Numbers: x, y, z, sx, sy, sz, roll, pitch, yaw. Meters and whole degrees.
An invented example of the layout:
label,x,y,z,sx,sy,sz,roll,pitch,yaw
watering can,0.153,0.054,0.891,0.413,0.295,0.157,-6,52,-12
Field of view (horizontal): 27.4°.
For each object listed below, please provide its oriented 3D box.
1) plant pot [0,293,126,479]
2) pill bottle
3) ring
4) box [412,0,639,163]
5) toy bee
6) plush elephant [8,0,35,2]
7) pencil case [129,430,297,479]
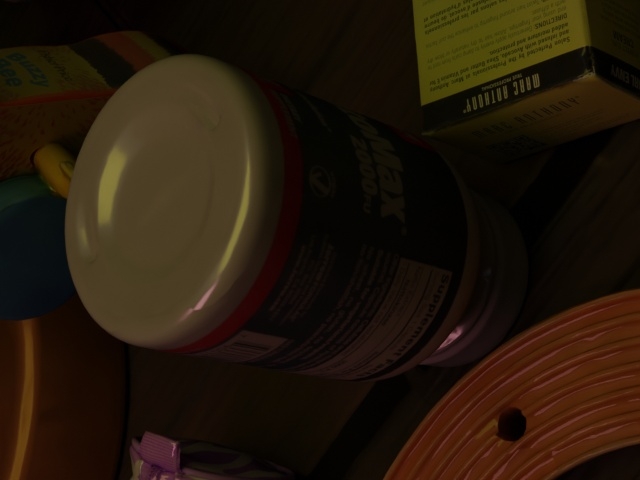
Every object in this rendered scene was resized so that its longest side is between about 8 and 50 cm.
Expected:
label,x,y,z,sx,sy,sz,roll,pitch,yaw
plant pot,-0.282,0.092,0.751,0.291,0.203,0.291,-13,71,42
pill bottle,0.000,0.000,0.525,0.108,0.180,0.108,-12,72,40
ring,0.134,0.180,0.461,0.336,0.032,0.336,-11,73,41
box,0.084,-0.157,0.571,0.087,0.058,0.232,-19,68,39
toy bee,-0.156,-0.039,0.588,0.195,0.298,0.162,24,135,27
plush elephant,-0.312,-0.315,0.856,0.255,0.330,0.272,23,104,62
pencil case,-0.072,0.193,0.610,0.086,0.088,0.206,8,84,42
